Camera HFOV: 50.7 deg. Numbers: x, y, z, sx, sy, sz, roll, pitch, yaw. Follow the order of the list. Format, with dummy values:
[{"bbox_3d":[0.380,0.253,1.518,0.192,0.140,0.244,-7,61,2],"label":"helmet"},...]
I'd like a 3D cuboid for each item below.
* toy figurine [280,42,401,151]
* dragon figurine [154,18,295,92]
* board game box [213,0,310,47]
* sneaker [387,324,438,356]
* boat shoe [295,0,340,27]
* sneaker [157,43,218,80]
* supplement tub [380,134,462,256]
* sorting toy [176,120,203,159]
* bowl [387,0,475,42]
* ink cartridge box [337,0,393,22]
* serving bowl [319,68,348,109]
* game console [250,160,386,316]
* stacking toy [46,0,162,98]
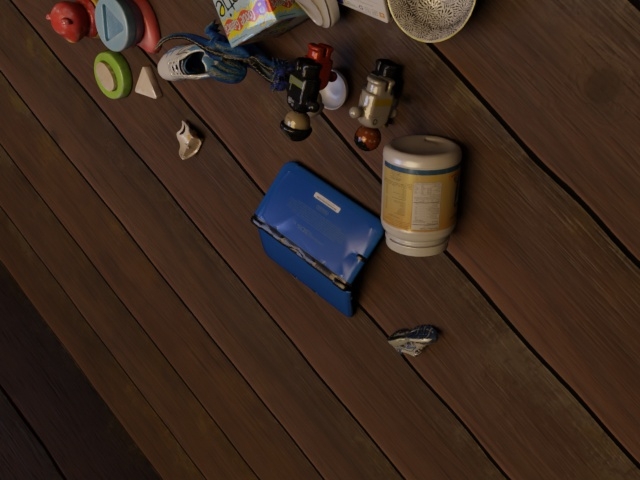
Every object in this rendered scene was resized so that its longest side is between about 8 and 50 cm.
[{"bbox_3d":[0.040,-0.260,1.251,0.209,0.213,0.148,14,118,1],"label":"toy figurine"},{"bbox_3d":[-0.192,-0.387,1.413,0.144,0.289,0.085,-108,31,-46],"label":"dragon figurine"},{"bbox_3d":[-0.137,-0.544,1.323,0.142,0.144,0.275,-13,103,44],"label":"board game box"},{"bbox_3d":[0.212,0.224,1.483,0.135,0.052,0.058,-16,110,52],"label":"sneaker"},{"bbox_3d":[-0.062,-0.481,1.229,0.258,0.084,0.095,49,167,-31],"label":"boat shoe"},{"bbox_3d":[-0.314,-0.416,1.586,0.237,0.086,0.085,3,115,42],"label":"sneaker"},{"bbox_3d":[0.187,-0.085,1.273,0.144,0.144,0.200,19,123,33],"label":"supplement tub"},{"bbox_3d":[-0.339,-0.263,1.718,0.075,0.045,0.083,54,136,17],"label":"sorting toy"},{"bbox_3d":[0.202,-0.425,1.132,0.170,0.080,0.170,20,124,33],"label":"bowl"},{"bbox_3d":[0.035,-0.499,1.187,0.206,0.045,0.208,33,167,26],"label":"ink cartridge box"},{"bbox_3d":[0.026,-0.311,1.381,0.083,0.027,0.083,20,123,34],"label":"serving bowl"},{"bbox_3d":[0.000,0.000,1.564,0.293,0.173,0.250,36,100,22],"label":"game console"},{"bbox_3d":[-0.551,-0.487,1.724,0.309,0.130,0.279,13,119,37],"label":"stacking toy"}]
